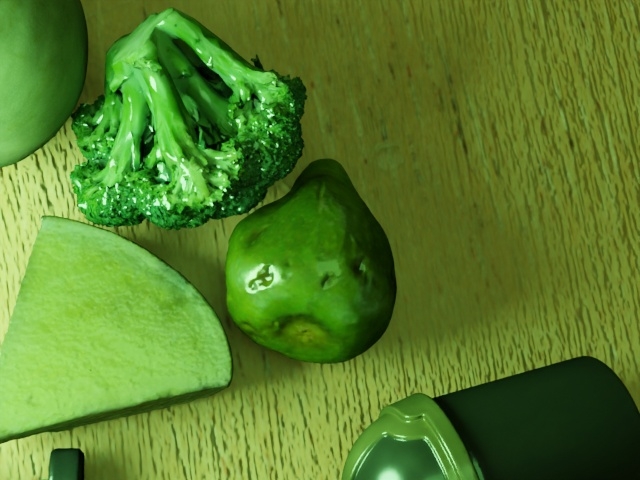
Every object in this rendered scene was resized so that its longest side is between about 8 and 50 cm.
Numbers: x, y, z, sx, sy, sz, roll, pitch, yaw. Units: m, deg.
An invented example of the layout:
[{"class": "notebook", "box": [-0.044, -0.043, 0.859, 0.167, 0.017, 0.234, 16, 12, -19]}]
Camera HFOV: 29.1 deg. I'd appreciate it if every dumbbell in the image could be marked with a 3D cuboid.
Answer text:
[{"class": "dumbbell", "box": [-0.357, 0.279, 1.359, 0.191, 0.100, 0.100, 1, 77, -9]}]

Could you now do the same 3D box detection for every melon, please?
[{"class": "melon", "box": [-0.387, -0.225, 1.388, 0.272, 0.272, 0.307, -1, 91, -9]}]

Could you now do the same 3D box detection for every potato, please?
[{"class": "potato", "box": [-0.230, 0.135, 1.406, 0.255, 0.112, 0.269, 15, 73, -7]}]

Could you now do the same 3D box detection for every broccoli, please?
[{"class": "broccoli", "box": [-0.153, -0.131, 1.405, 0.295, 0.265, 0.245, -25, 112, 23]}]

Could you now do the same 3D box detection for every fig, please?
[{"class": "fig", "box": [0.000, 0.000, 1.454, 0.206, 0.206, 0.275, 18, 52, -4]}]

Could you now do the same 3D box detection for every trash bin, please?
[{"class": "trash bin", "box": [0.185, 0.261, 1.391, 0.334, 0.214, 0.214, -14, 80, -17]}]
